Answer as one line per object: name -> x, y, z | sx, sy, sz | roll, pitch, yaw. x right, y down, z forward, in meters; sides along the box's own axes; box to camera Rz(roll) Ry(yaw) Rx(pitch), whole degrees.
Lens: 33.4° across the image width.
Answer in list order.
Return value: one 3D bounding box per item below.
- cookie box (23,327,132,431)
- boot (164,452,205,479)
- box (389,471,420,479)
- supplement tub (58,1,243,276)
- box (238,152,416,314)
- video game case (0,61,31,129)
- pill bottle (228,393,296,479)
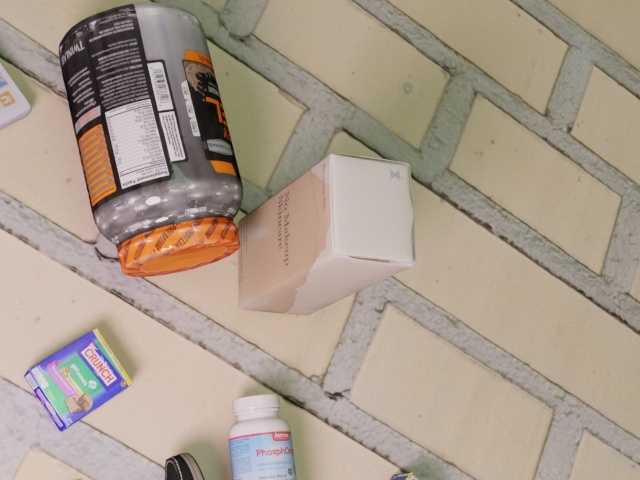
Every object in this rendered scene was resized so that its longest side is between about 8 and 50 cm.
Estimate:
cookie box -> -0.317, 0.182, 1.397 | 0.107, 0.040, 0.091 | -34, 89, -33
boot -> -0.227, 0.391, 1.336 | 0.179, 0.085, 0.236 | 0, 73, -25
box -> 0.090, 0.412, 1.519 | 0.054, 0.059, 0.169 | 47, 59, -7
supplement tub -> -0.226, -0.133, 1.454 | 0.207, 0.207, 0.337 | -8, 78, -29
box -> 0.000, 0.000, 1.464 | 0.121, 0.311, 0.147 | 7, 70, -25
video game case -> -0.597, -0.240, 1.397 | 0.300, 0.036, 0.329 | -36, 91, -32
pill bottle -> -0.080, 0.295, 1.455 | 0.087, 0.087, 0.160 | 0, 73, -27
